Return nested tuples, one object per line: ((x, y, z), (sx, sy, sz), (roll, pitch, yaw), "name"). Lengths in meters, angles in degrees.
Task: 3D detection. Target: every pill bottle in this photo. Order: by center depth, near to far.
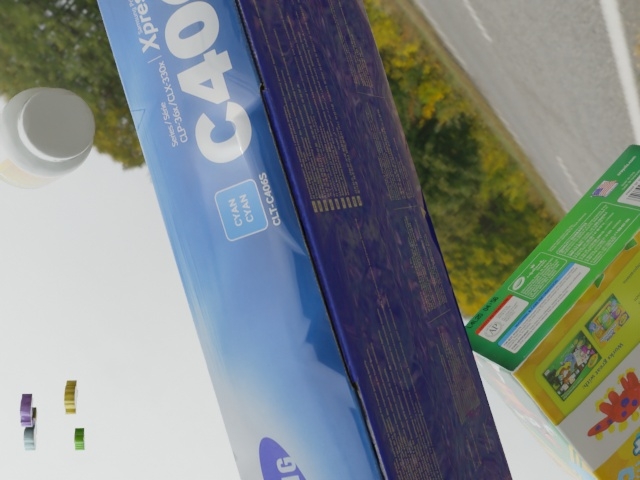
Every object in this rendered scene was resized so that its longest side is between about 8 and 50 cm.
((-0.366, -0.135, 1.044), (0.118, 0.117, 0.208), (40, 158, -22), "pill bottle")

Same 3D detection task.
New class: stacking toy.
((-0.485, 0.308, 1.330), (0.167, 0.221, 0.052), (0, -132, -11), "stacking toy")

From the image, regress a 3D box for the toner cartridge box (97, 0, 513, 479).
((0.000, 0.000, 0.419), (0.165, 0.075, 0.347), (-11, -96, -63), "toner cartridge box")

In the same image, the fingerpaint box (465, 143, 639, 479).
((0.487, 0.134, 1.268), (0.371, 0.445, 0.163), (48, 170, -26), "fingerpaint box")
